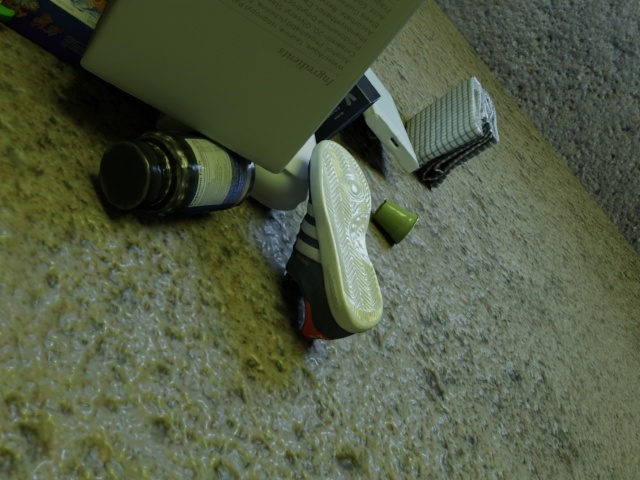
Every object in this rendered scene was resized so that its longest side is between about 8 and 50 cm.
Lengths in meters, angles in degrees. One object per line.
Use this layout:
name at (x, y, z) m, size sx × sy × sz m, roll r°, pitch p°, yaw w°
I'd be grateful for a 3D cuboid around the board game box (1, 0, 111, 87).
board game box at (-0.437, -0.416, 1.091) m, size 0.347 × 0.078 × 0.233 m, roll 31°, pitch 36°, yaw -35°

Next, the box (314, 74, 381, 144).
box at (0.018, -0.319, 1.564) m, size 0.158 × 0.156 × 0.093 m, roll 52°, pitch 28°, yaw -3°

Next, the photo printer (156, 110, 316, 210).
photo printer at (-0.130, -0.205, 1.280) m, size 0.308 × 0.107 × 0.256 m, roll 35°, pitch 34°, yaw -29°

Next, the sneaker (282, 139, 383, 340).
sneaker at (0.000, 0.000, 1.197) m, size 0.131 × 0.148 × 0.349 m, roll 22°, pitch 53°, yaw -37°

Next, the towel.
towel at (0.356, -0.290, 1.945) m, size 0.121 × 0.235 × 0.283 m, roll 46°, pitch 30°, yaw -25°

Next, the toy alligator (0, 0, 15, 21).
toy alligator at (-0.483, -0.311, 0.936) m, size 0.051 × 0.056 × 0.190 m, roll 56°, pitch 29°, yaw 3°

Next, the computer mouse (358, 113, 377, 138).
computer mouse at (0.043, -0.356, 1.739) m, size 0.272 × 0.072 × 0.188 m, roll 31°, pitch 33°, yaw -56°

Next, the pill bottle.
pill bottle at (-0.204, -0.098, 1.046) m, size 0.219 × 0.123 × 0.122 m, roll -11°, pitch 68°, yaw -58°

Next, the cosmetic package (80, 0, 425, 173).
cosmetic package at (-0.081, -0.383, 1.033) m, size 0.328 × 0.393 × 0.329 m, roll 28°, pitch 35°, yaw -23°

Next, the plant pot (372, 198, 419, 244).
plant pot at (0.158, -0.047, 1.572) m, size 0.079 × 0.083 × 0.083 m, roll 37°, pitch 31°, yaw -4°

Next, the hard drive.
hard drive at (0.146, -0.324, 1.776) m, size 0.203 × 0.040 × 0.307 m, roll 44°, pitch 23°, yaw -38°
